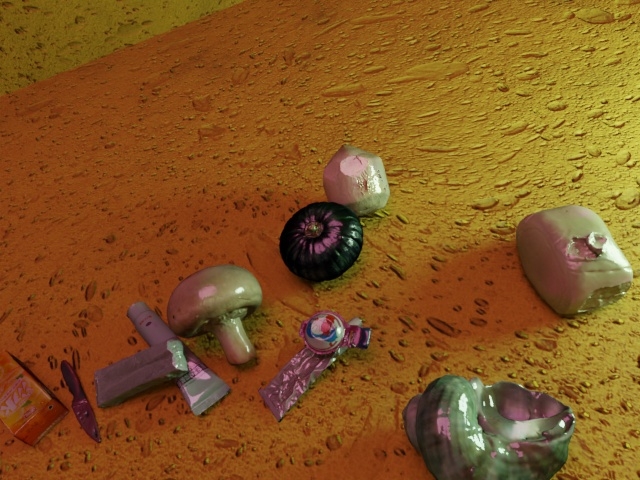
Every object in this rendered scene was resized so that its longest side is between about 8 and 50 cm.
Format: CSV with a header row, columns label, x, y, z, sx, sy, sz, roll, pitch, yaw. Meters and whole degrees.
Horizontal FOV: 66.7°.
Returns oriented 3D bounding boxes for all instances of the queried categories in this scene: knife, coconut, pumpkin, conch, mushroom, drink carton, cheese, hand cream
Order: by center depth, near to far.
label,x,y,z,sx,sy,sz,roll,pitch,yaw
conch,0.247,0.306,0.779,0.277,0.195,0.220,-7,31,41
cheese,0.027,0.185,0.961,0.145,0.038,0.095,5,59,18
hand cream,-0.011,0.245,0.983,0.257,0.050,0.084,-39,53,-15
mushroom,-0.210,0.164,1.030,0.207,0.207,0.215,-26,80,-8
knife,-0.526,0.346,1.056,0.035,0.018,0.247,-34,50,-19
drink carton,-0.661,0.340,1.063,0.223,0.071,0.096,24,59,31
hand cream,-0.324,0.248,1.068,0.085,0.058,0.331,-31,52,-31
pumpkin,0.000,0.000,1.124,0.202,0.140,0.202,-12,58,20
coconut,0.086,-0.152,1.208,0.171,0.171,0.183,-16,91,2

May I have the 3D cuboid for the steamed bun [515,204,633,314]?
label,x,y,z,sx,sy,sz,roll,pitch,yaw
steamed bun,0.499,0.016,0.968,0.170,0.153,0.239,-14,49,3

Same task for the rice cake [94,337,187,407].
label,x,y,z,sx,sy,sz,roll,pitch,yaw
rice cake,-0.380,0.276,1.020,0.226,0.040,0.085,-26,59,15
